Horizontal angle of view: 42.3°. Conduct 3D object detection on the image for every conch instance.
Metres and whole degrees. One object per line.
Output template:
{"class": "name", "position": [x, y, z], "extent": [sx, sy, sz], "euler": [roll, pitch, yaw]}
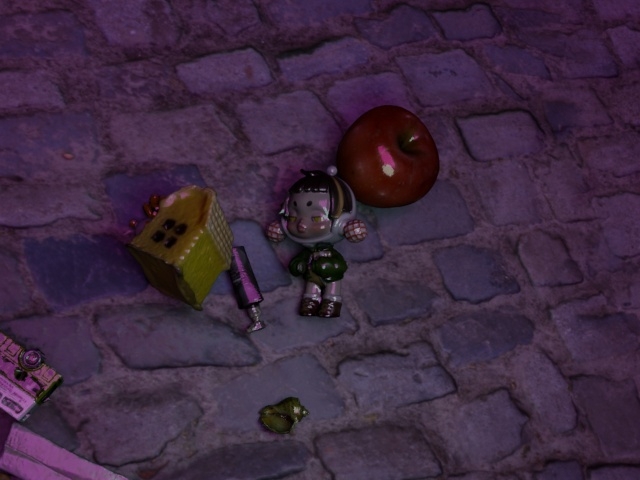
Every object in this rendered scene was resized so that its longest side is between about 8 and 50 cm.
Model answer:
{"class": "conch", "position": [-0.084, 0.408, 1.918], "extent": [0.121, 0.074, 0.089], "euler": [-5, 40, 3]}

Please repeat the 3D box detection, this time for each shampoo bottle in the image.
{"class": "shampoo bottle", "position": [-0.180, 0.118, 1.979], "extent": [0.063, 0.057, 0.207], "euler": [-16, 80, -19]}

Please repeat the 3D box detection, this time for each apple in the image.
{"class": "apple", "position": [0.163, -0.206, 2.066], "extent": [0.260, 0.216, 0.260], "euler": [13, 66, -32]}

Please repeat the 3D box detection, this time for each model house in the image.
{"class": "model house", "position": [-0.289, 0.006, 1.883], "extent": [0.175, 0.193, 0.234], "euler": [27, 66, 29]}

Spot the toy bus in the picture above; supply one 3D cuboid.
{"class": "toy bus", "position": [-0.705, 0.251, 1.767], "extent": [0.302, 0.113, 0.139], "euler": [37, 69, -1]}

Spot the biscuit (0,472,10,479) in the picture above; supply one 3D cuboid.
{"class": "biscuit", "position": [-0.716, 0.497, 1.712], "extent": [0.147, 0.071, 0.018], "euler": [13, 116, 1]}

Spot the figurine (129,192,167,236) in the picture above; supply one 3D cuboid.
{"class": "figurine", "position": [-0.391, -0.044, 1.960], "extent": [0.101, 0.068, 0.143], "euler": [34, 56, 0]}

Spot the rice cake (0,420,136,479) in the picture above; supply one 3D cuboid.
{"class": "rice cake", "position": [-0.548, 0.502, 1.773], "extent": [0.298, 0.050, 0.106], "euler": [29, 69, -7]}

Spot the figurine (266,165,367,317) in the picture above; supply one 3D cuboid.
{"class": "figurine", "position": [0.000, 0.000, 1.995], "extent": [0.167, 0.281, 0.370], "euler": [0, 90, -57]}
